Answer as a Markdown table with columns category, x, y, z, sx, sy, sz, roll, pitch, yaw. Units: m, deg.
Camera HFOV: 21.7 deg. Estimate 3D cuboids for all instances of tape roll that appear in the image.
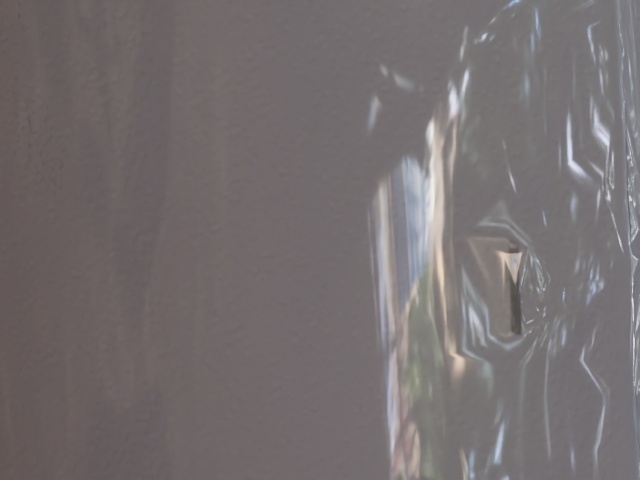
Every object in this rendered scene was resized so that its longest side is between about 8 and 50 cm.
| category | x | y | z | sx | sy | sz | roll | pitch | yaw |
| --- | --- | --- | --- | --- | --- | --- | --- | --- | --- |
| tape roll | 0.000 | 0.000 | 0.469 | 0.246 | 0.246 | 0.169 | -163 | -111 | -75 |
